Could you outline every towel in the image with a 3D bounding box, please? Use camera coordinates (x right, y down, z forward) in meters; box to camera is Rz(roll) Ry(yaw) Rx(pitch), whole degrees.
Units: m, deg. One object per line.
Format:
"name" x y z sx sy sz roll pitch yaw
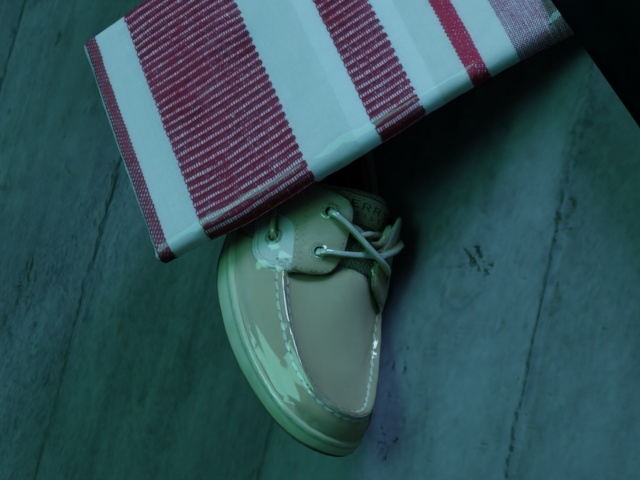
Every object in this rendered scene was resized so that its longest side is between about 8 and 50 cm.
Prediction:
"towel" 0.006 -0.141 1.321 0.329 0.037 0.237 -30 46 8

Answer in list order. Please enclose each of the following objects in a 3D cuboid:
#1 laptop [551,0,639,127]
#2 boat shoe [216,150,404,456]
"laptop" 0.277 -0.186 1.112 0.264 0.136 0.234 -24 47 -2
"boat shoe" 0.000 0.000 1.298 0.098 0.109 0.302 -38 41 33
